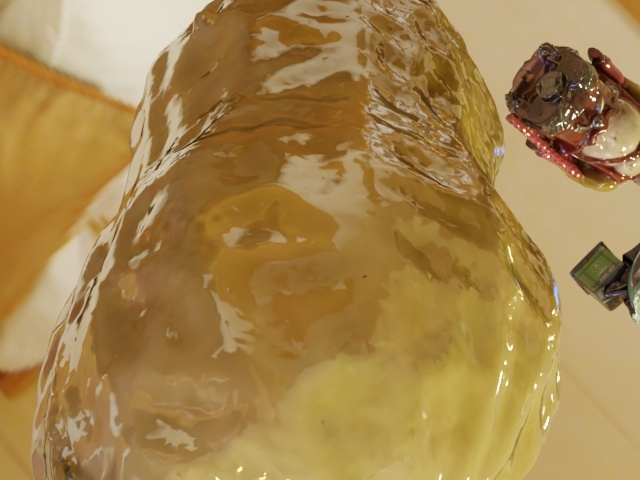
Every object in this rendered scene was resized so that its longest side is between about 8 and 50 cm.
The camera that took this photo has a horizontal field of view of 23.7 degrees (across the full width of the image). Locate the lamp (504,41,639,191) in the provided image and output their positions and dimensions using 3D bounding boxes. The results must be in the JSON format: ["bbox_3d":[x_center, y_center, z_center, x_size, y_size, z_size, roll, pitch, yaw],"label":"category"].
[{"bbox_3d":[0.291,-0.097,1.506,0.118,0.253,0.118,-32,-140,31],"label":"lamp"}]

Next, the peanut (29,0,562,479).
[{"bbox_3d":[0.000,0.000,0.486,0.149,0.149,0.313,-46,-160,24],"label":"peanut"}]

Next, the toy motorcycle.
[{"bbox_3d":[0.295,-0.005,1.245,0.173,0.100,0.058,-46,135,1],"label":"toy motorcycle"}]
